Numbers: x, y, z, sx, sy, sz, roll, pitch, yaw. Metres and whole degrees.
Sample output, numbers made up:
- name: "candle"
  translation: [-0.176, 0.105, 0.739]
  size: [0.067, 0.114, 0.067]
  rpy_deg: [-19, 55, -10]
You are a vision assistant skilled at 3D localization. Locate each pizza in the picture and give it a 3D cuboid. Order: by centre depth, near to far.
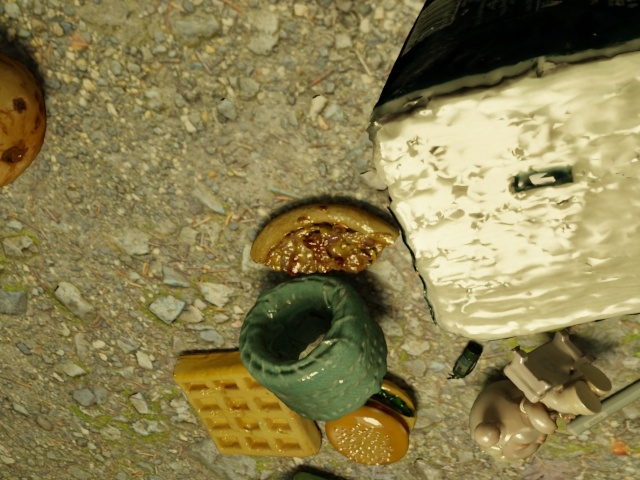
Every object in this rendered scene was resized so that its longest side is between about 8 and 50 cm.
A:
- name: "pizza"
  translation: [-0.001, 0.002, 1.111]
  size: [0.246, 0.058, 0.127]
  rpy_deg: [4, 127, 21]

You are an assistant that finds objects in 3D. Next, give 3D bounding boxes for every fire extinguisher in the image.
- name: "fire extinguisher"
  translation: [0.234, 0.198, 1.191]
  size: [0.038, 0.025, 0.083]
  rpy_deg: [9, 132, -15]

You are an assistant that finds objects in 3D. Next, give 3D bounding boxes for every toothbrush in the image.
- name: "toothbrush"
  translation: [0.490, 0.210, 1.096]
  size: [0.025, 0.030, 0.342]
  rpy_deg: [38, 132, -4]

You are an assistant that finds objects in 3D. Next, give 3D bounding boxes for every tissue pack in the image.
- name: "tissue pack"
  translation: [0.225, -0.140, 0.688]
  size: [0.264, 0.417, 0.253]
  rpy_deg: [-12, 123, 26]

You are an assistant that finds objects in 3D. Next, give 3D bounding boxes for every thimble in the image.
- name: "thimble"
  translation: [-0.011, 0.158, 1.141]
  size: [0.235, 0.198, 0.143]
  rpy_deg: [33, 165, 49]

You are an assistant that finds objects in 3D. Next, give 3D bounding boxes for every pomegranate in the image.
- name: "pomegranate"
  translation: [-0.515, -0.183, 1.089]
  size: [0.215, 0.215, 0.215]
  rpy_deg: [11, 129, 14]

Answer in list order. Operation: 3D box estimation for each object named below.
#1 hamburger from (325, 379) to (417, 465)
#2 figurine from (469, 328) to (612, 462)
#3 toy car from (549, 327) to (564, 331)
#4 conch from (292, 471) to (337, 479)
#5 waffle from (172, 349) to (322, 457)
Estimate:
- name: "hamburger"
  translation: [0.084, 0.310, 1.274]
  size: [0.161, 0.115, 0.162]
  rpy_deg: [11, 130, 13]
- name: "figurine"
  translation: [0.302, 0.252, 1.124]
  size: [0.144, 0.182, 0.257]
  rpy_deg: [38, 134, 11]
- name: "toy car"
  translation: [0.292, -0.028, 0.943]
  size: [0.235, 0.145, 0.235]
  rpy_deg: [2, 111, 6]
- name: "conch"
  translation: [0.016, 0.537, 1.453]
  size: [0.250, 0.137, 0.143]
  rpy_deg: [7, 146, 21]
- name: "waffle"
  translation: [-0.135, 0.311, 1.400]
  size: [0.221, 0.055, 0.248]
  rpy_deg: [-7, 122, 26]
